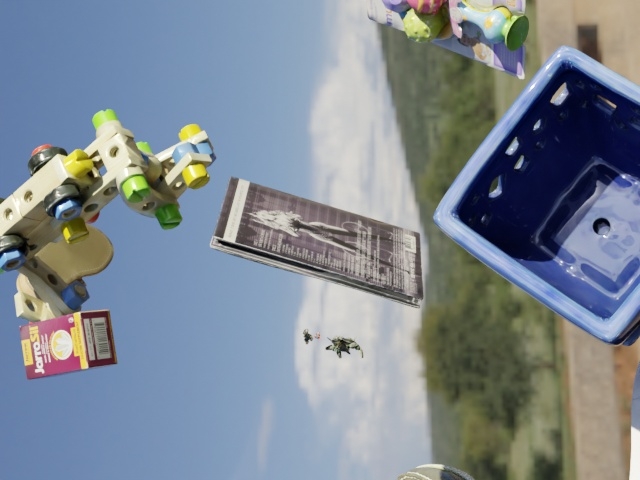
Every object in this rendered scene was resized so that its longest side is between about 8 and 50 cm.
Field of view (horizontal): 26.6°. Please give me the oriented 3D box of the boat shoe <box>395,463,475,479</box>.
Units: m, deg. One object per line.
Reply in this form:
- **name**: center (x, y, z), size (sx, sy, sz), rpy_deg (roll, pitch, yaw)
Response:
- **boat shoe**: center (0.175, 0.375, 1.734), size (0.305, 0.091, 0.109), rpy_deg (34, 117, 54)

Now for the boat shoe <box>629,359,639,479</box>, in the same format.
- **boat shoe**: center (0.402, 0.242, 1.497), size (0.108, 0.102, 0.301), rpy_deg (42, -128, -46)

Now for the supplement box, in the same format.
- **supplement box**: center (-0.238, 0.098, 1.280), size (0.043, 0.083, 0.055), rpy_deg (-2, -100, -55)

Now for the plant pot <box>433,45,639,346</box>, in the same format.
- **plant pot**: center (0.295, -0.032, 1.433), size (0.236, 0.236, 0.212), rpy_deg (-54, -22, 2)

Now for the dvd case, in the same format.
- **dvd case**: center (0.000, 0.000, 1.425), size (0.164, 0.221, 0.018), rpy_deg (-84, 12, -65)

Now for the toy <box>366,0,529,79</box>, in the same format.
- **toy**: center (0.128, -0.270, 1.564), size (0.056, 0.237, 0.137), rpy_deg (-42, -38, -34)

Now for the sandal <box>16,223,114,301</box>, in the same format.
- **sandal**: center (-0.365, 0.046, 1.836), size (0.088, 0.079, 0.240), rpy_deg (47, -159, -5)

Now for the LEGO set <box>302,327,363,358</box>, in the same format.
- **LEGO set**: center (0.019, 0.128, 1.735), size (0.023, 0.083, 0.054), rpy_deg (-64, 1, -28)

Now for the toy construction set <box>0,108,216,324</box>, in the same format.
- **toy construction set**: center (-0.284, -0.024, 1.633), size (0.151, 0.328, 0.215), rpy_deg (47, -163, 28)
